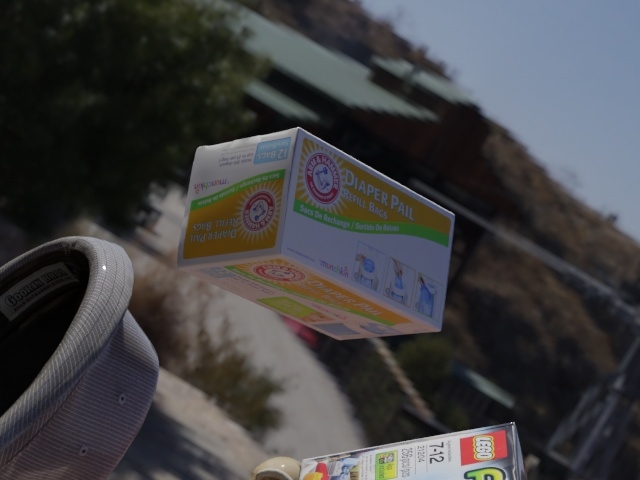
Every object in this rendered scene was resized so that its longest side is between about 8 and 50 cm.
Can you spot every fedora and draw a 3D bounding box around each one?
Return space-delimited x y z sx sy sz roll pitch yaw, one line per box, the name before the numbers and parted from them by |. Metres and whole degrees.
fedora | -0.225 0.128 1.242 0.243 0.275 0.124 -2 -45 49

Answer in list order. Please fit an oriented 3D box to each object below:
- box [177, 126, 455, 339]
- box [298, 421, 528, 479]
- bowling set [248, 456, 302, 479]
box | 0.000 0.000 1.298 0.114 0.103 0.203 -8 -24 41
box | 0.042 0.163 0.743 0.207 0.114 0.036 -85 161 -63
bowling set | -0.015 0.192 1.014 0.154 0.200 0.287 38 -22 5
